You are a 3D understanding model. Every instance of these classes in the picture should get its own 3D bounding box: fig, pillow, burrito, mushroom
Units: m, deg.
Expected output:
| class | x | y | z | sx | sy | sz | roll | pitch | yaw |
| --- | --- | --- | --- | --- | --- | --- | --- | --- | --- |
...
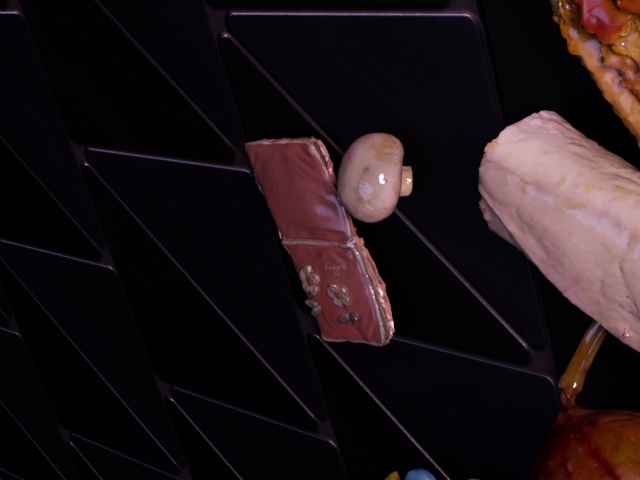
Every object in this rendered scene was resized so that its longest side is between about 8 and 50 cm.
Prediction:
| class | x | y | z | sx | sy | sz | roll | pitch | yaw |
| --- | --- | --- | --- | --- | --- | --- | --- | --- | --- |
| fig | 0.241 | 0.207 | 1.085 | 0.249 | 0.186 | 0.203 | 54 | 164 | 17 |
| pillow | 0.000 | 0.000 | 1.314 | 0.126 | 0.043 | 0.232 | -4 | 113 | 52 |
| burrito | 0.256 | 0.023 | 0.979 | 0.299 | 0.105 | 0.143 | 39 | 151 | 22 |
| mushroom | 0.051 | -0.058 | 1.185 | 0.083 | 0.067 | 0.083 | -174 | 90 | -79 |

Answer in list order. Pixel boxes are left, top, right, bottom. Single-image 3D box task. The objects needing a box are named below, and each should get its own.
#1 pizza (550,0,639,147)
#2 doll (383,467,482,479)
| class | x | y | z | sx | sy | sz | roll | pitch | yaw |
| --- | --- | --- | --- | --- | --- | --- | --- | --- | --- |
| pizza | 0.248 | -0.176 | 0.833 | 0.278 | 0.114 | 0.408 | -3 | 117 | 56 |
| doll | 0.146 | 0.395 | 1.407 | 0.346 | 0.099 | 0.341 | 2 | 120 | 46 |
